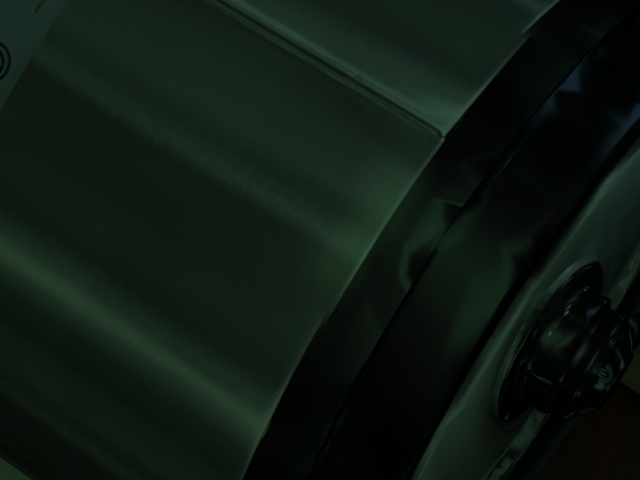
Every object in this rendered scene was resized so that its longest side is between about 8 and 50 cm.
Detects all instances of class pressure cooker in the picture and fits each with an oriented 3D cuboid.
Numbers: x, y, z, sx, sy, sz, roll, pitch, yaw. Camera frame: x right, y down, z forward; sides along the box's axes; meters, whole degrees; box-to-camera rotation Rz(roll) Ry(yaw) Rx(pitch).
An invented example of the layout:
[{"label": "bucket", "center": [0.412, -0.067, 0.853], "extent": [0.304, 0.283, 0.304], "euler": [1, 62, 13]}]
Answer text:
[{"label": "pressure cooker", "center": [-0.002, 0.000, 0.901], "extent": [0.420, 0.375, 0.370], "euler": [31, 126, 16]}]

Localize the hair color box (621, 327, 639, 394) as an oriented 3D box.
[{"label": "hair color box", "center": [0.350, 0.098, 0.999], "extent": [0.339, 0.185, 0.110], "euler": [37, 55, 7]}]

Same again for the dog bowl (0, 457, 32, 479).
[{"label": "dog bowl", "center": [-0.164, 0.246, 1.025], "extent": [0.265, 0.104, 0.265], "euler": [0, 79, 0]}]
